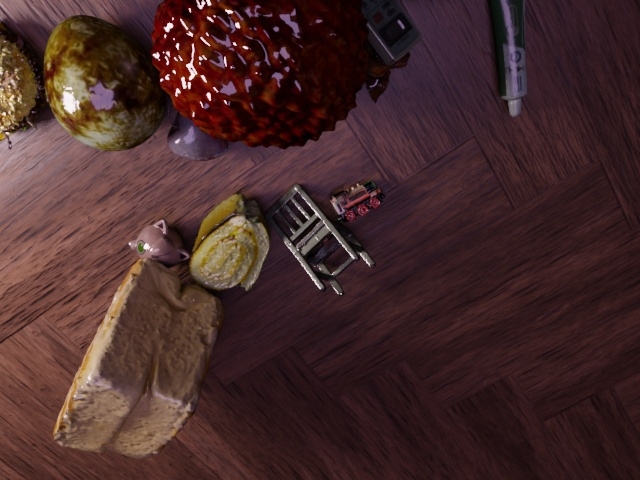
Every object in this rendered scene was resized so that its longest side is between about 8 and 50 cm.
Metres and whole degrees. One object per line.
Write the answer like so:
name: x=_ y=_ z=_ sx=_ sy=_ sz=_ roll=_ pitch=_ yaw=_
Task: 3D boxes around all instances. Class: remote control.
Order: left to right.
remote control: x=0.105 y=-0.526 z=1.137 sx=0.123 sy=0.038 sz=0.285 roll=-46 pitch=105 yaw=-28

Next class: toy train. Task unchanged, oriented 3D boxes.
toy train: x=0.097 y=-0.103 z=1.358 sx=0.138 sy=0.050 sz=0.087 roll=-28 pitch=96 yaw=-3

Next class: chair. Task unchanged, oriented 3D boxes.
chair: x=0.000 y=0.000 z=1.374 sx=0.136 sy=0.147 sz=0.270 roll=-45 pitch=66 yaw=12

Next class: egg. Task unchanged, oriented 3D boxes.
egg: x=-0.463 y=-0.336 z=1.123 sx=0.238 sy=0.238 sz=0.289 roll=-17 pitch=103 yaw=3

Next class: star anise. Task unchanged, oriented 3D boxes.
star anise: x=0.115 y=-0.425 z=1.218 sx=0.144 sy=0.158 sz=0.140 roll=38 pitch=98 yaw=17

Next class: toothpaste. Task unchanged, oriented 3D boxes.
toothpaste: x=0.439 y=-0.483 z=1.218 sx=0.099 sy=0.061 sz=0.392 roll=-12 pitch=111 yaw=2

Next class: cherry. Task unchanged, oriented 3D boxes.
cherry: x=-0.278 y=-0.273 z=1.232 sx=0.148 sy=0.115 sz=0.188 roll=31 pitch=104 yaw=4

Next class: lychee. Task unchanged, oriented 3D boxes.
lychee: x=-0.137 y=-0.397 z=1.022 sx=0.500 sy=0.424 sz=0.424 roll=27 pitch=109 yaw=-19

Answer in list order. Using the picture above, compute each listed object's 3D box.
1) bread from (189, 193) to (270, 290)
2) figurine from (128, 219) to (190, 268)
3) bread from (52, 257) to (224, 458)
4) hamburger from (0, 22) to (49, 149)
bread: x=-0.225 y=0.008 z=1.356 sx=0.186 sy=0.124 sz=0.257 roll=25 pitch=109 yaw=-21
figurine: x=-0.414 y=0.018 z=1.341 sx=0.138 sy=0.125 sz=0.125 roll=-21 pitch=115 yaw=30
bread: x=-0.434 y=0.302 z=1.284 sx=0.279 sy=0.390 sz=0.371 roll=26 pitch=128 yaw=-14
hamburger: x=-0.730 y=-0.342 z=1.154 sx=0.243 sy=0.138 sz=0.261 roll=-38 pitch=110 yaw=11
